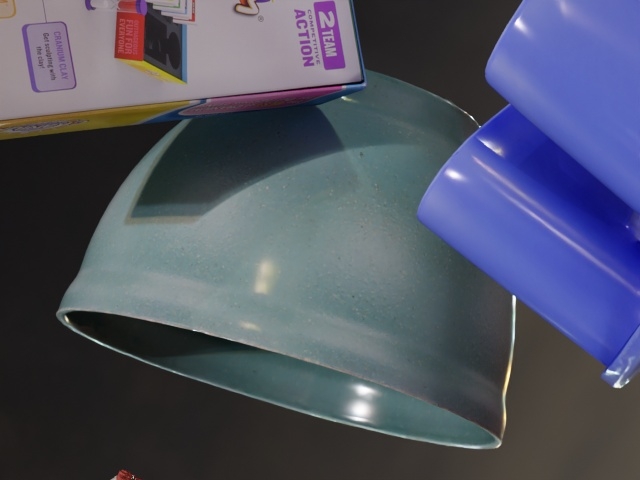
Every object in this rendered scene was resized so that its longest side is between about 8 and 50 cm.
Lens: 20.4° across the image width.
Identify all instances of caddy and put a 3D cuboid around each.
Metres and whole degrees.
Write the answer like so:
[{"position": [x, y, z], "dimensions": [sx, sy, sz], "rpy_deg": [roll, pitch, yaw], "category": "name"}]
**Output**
[{"position": [0.203, -0.082, 0.863], "dimensions": [0.341, 0.179, 0.241], "rpy_deg": [-49, -10, -34], "category": "caddy"}]

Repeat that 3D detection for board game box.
[{"position": [-0.143, -0.179, 0.969], "dimensions": [0.316, 0.064, 0.242], "rpy_deg": [-8, -92, -27], "category": "board game box"}]

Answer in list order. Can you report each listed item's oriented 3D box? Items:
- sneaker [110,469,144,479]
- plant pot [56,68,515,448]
[{"position": [-0.104, 0.224, 1.031], "dimensions": [0.093, 0.088, 0.225], "rpy_deg": [-37, -36, -34], "category": "sneaker"}, {"position": [0.000, 0.000, 1.149], "dimensions": [0.293, 0.293, 0.196], "rpy_deg": [50, -125, -70], "category": "plant pot"}]
